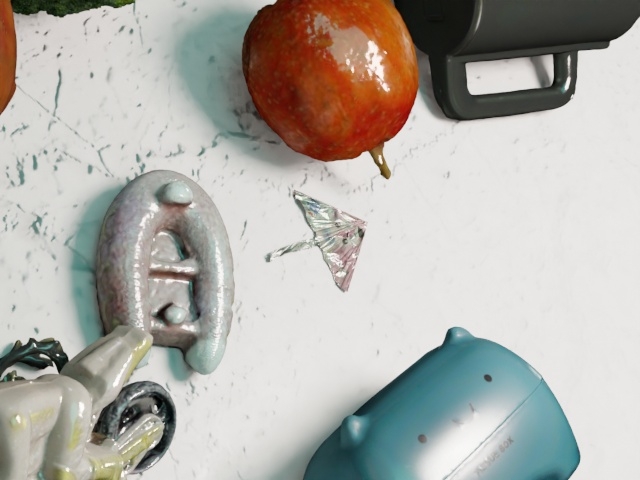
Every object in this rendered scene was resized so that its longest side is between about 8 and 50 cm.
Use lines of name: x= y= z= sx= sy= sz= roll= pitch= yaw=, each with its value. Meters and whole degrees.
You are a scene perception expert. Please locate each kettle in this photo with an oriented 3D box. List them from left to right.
kettle: x=0.260 y=-0.325 z=1.695 sx=0.308 sy=0.262 sz=0.203 roll=-15 pitch=44 yaw=-33

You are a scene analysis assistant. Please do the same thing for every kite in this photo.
kite: x=0.000 y=0.000 z=1.483 sx=0.156 sy=0.011 sz=0.139 roll=-18 pitch=76 yaw=-35

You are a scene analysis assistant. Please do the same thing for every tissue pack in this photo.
tissue pack: x=0.118 y=0.234 z=1.327 sx=0.287 sy=0.198 sz=0.206 roll=-34 pitch=88 yaw=-35

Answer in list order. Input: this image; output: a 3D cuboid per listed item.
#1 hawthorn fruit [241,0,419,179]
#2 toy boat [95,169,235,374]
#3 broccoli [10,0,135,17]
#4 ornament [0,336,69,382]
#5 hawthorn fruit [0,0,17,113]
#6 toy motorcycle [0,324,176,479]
hawthorn fruit: x=0.024 y=-0.186 z=1.471 sx=0.205 sy=0.205 sz=0.253 roll=-39 pitch=96 yaw=-36
toy boat: x=-0.159 y=0.028 z=1.331 sx=0.155 sy=0.085 sz=0.227 roll=7 pitch=65 yaw=-26
broccoli: x=-0.275 y=-0.369 z=1.313 sx=0.304 sy=0.321 sz=0.283 roll=27 pitch=96 yaw=-44
ornament: x=-0.352 y=0.079 z=1.202 sx=0.236 sy=0.080 sz=0.202 roll=12 pitch=68 yaw=-23
hawthorn fruit: x=-0.434 y=-0.193 z=1.137 sx=0.325 sy=0.308 sz=0.308 roll=54 pitch=52 yaw=-18
toy motorcycle: x=-0.268 y=0.208 z=1.133 sx=0.340 sy=0.108 sz=0.223 roll=-41 pitch=129 yaw=-35
